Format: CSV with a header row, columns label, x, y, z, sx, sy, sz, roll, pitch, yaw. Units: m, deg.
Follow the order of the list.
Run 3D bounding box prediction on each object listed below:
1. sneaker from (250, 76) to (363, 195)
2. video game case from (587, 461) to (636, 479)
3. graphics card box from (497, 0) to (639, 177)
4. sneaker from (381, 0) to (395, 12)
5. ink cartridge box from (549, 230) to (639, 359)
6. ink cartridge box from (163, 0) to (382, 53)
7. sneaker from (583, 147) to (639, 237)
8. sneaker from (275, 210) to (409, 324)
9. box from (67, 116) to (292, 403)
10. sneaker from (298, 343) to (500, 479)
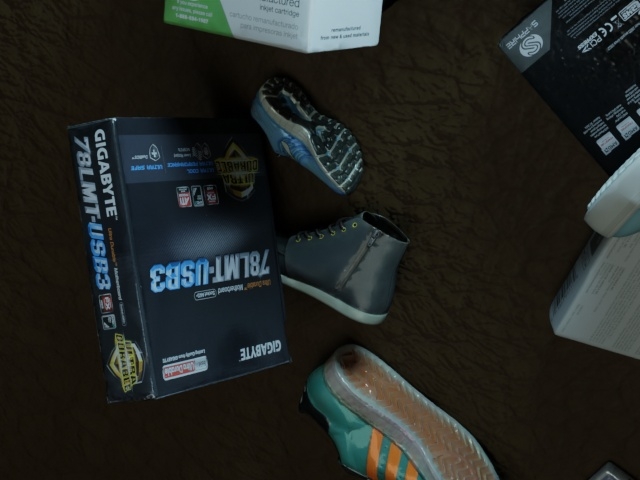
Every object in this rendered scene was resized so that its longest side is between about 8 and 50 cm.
label,x,y,z,sx,sy,sz,roll,pitch,yaw
sneaker,-0.017,-0.115,1.743,0.162,0.063,0.073,48,145,-6
video game case,0.379,0.390,1.915,0.183,0.023,0.201,36,128,-2
graphics card box,0.380,-0.133,1.490,0.371,0.094,0.233,48,128,-1
sneaker,0.064,-0.329,1.539,0.136,0.116,0.314,48,121,1
ink cartridge box,0.398,0.058,1.682,0.232,0.066,0.189,14,129,-12
ink cartridge box,-0.040,-0.338,1.474,0.201,0.117,0.278,17,110,37
sneaker,0.405,-0.080,1.359,0.366,0.135,0.150,-39,87,34
sneaker,0.000,0.000,1.802,0.222,0.083,0.118,26,110,15
box,-0.146,0.013,1.663,0.073,0.295,0.293,-10,88,29
sneaker,0.101,0.267,1.910,0.302,0.108,0.121,45,129,2
